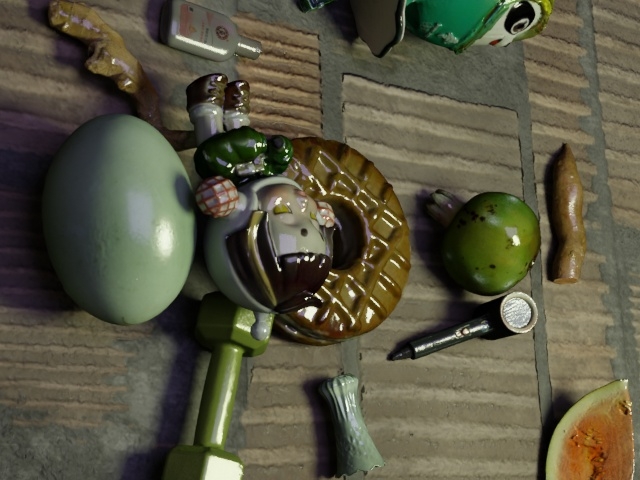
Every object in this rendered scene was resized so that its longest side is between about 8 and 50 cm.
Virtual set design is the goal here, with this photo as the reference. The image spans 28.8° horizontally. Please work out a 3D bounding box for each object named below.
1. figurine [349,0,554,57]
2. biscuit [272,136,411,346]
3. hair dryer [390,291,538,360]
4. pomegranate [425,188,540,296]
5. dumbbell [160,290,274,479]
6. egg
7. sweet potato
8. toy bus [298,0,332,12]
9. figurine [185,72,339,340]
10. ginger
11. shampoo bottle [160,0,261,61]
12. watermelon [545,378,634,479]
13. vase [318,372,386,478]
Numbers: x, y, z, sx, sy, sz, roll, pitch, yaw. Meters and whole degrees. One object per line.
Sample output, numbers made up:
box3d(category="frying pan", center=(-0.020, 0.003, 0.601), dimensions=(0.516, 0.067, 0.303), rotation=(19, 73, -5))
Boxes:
box3d(category="figurine", center=(0.239, -0.428, 2.093), dimensions=(0.340, 0.323, 0.231), rotation=(-11, 80, -24))
box3d(category="biscuit", center=(0.000, 0.000, 1.910), dimensions=(0.332, 0.103, 0.332), rotation=(11, 71, -34))
box3d(category="hair dryer", center=(0.222, 0.153, 2.061), dimensions=(0.255, 0.128, 0.070), rotation=(-16, 84, -17))
box3d(category="pomegranate", center=(0.265, -0.010, 2.089), dimensions=(0.209, 0.180, 0.180), rotation=(34, 54, 10))
box3d(category="dumbbell", center=(-0.143, 0.222, 1.737), dimensions=(0.108, 0.121, 0.302), rotation=(12, 69, -4))
box3d(category="egg", center=(-0.265, -0.028, 1.648), dimensions=(0.203, 0.203, 0.283), rotation=(0, 83, -37))
box3d(category="sweet potato", center=(0.459, -0.059, 2.303), dimensions=(0.067, 0.059, 0.281), rotation=(17, 69, -43))
box3d(category="toy bus", center=(0.002, -0.401, 2.058), dimensions=(0.083, 0.037, 0.031), rotation=(-30, 98, -38))
box3d(category="figurine", center=(-0.095, -0.053, 1.715), dimensions=(0.281, 0.167, 0.370), rotation=(10, 57, -55))
box3d(category="ginger", center=(-0.281, -0.232, 1.775), dimensions=(0.288, 0.075, 0.089), rotation=(52, 30, -9))
box3d(category="shampoo bottle", center=(-0.166, -0.313, 1.904), dimensions=(0.165, 0.040, 0.080), rotation=(14, 68, -33))
box3d(category="watermelon", center=(0.452, 0.393, 2.141), dimensions=(0.128, 0.159, 0.303), rotation=(10, 70, -4))
box3d(category="vase", center=(0.042, 0.278, 1.886), dimensions=(0.081, 0.081, 0.149), rotation=(-9, 80, -39))
